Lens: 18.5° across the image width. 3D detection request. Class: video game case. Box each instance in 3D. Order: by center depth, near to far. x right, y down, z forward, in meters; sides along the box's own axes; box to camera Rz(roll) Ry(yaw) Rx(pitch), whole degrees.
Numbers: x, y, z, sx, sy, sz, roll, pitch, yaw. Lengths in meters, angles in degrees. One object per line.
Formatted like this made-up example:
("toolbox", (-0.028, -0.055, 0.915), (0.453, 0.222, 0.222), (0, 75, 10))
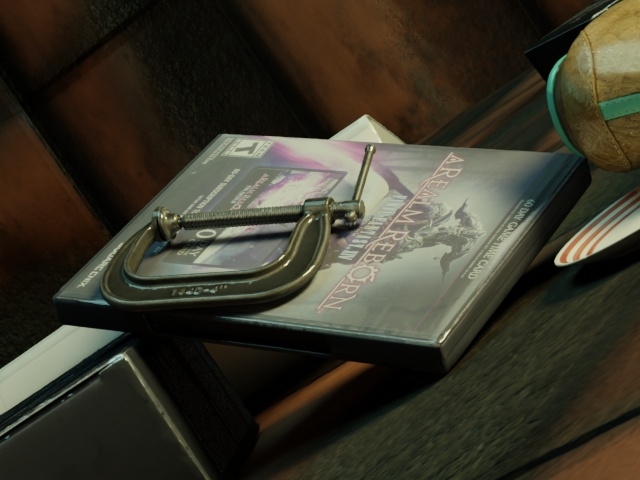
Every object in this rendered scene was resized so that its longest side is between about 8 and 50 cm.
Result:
("video game case", (0.000, 0.000, 1.187), (0.274, 0.026, 0.196), (4, 36, 34))

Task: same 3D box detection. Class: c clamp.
("c clamp", (-0.050, -0.001, 1.173), (0.160, 0.022, 0.137), (-7, 36, 14))

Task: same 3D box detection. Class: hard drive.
("hard drive", (-0.061, 0.052, 1.425), (0.353, 0.047, 0.233), (-34, -23, 12))

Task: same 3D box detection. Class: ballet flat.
("ballet flat", (0.273, -0.144, 1.189), (0.124, 0.116, 0.342), (-10, 16, 46))

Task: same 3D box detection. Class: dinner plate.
("dinner plate", (0.188, -0.022, 1.058), (0.141, 0.017, 0.141), (-35, 2, 2))

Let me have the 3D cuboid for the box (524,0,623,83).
("box", (0.285, -0.176, 1.559), (0.184, 0.103, 0.261), (-38, 3, -3))

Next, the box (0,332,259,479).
("box", (-0.137, 0.135, 1.227), (0.153, 0.108, 0.207), (-33, 4, 9))
